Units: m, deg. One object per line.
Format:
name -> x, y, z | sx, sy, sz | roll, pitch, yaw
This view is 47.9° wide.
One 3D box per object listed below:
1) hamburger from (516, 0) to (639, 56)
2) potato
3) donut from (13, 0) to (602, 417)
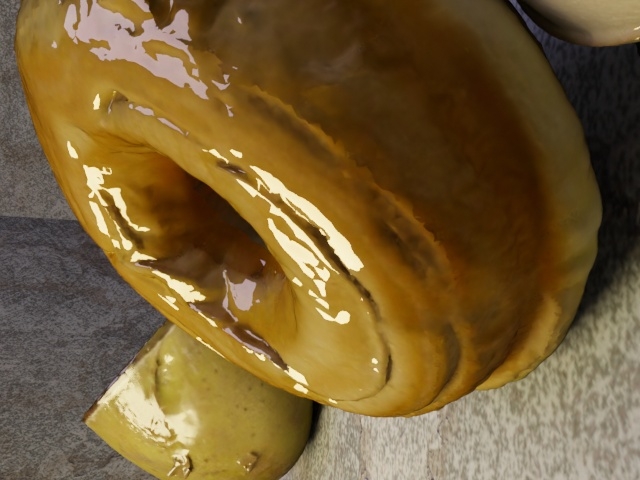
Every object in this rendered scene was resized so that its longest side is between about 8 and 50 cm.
hamburger -> 0.152, -0.196, 0.305 | 0.237, 0.147, 0.237 | -172, 90, -71
potato -> -0.150, 0.246, 1.223 | 0.385, 0.319, 0.442 | -46, 5, -2
donut -> -0.027, -0.051, 0.508 | 0.198, 0.449, 0.449 | -48, -8, -30
